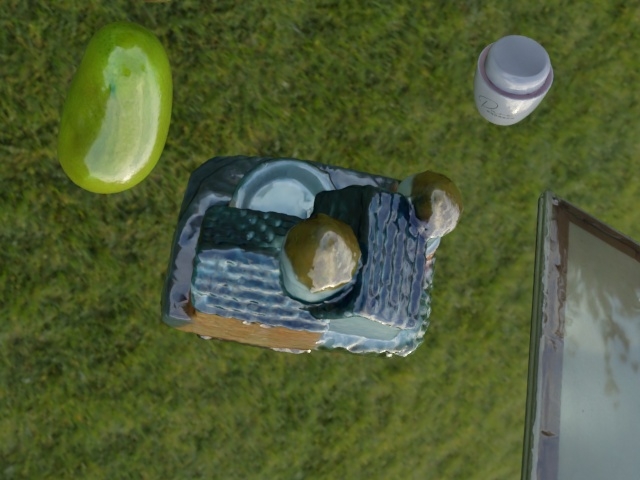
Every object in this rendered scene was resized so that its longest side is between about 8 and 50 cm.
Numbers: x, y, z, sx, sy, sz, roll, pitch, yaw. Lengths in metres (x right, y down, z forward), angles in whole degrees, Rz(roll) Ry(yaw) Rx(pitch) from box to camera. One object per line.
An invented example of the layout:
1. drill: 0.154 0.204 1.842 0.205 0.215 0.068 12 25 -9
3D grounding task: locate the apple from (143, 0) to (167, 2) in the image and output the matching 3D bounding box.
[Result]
1. apple: -0.201 -0.389 1.172 0.188 0.188 0.174 -45 101 -4

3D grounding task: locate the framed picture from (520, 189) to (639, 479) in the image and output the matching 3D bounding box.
1. framed picture: 0.159 0.105 0.457 0.173 0.231 0.010 28 145 -23

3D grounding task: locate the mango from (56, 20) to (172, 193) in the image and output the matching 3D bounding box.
1. mango: -0.280 -0.188 1.355 0.149 0.185 0.273 16 125 -11

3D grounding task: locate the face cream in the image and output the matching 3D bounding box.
1. face cream: 0.228 -0.191 1.170 0.091 0.091 0.095 -31 159 -20

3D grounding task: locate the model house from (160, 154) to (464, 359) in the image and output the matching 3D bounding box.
1. model house: 0.000 0.000 0.819 0.253 0.291 0.184 11 80 -6
